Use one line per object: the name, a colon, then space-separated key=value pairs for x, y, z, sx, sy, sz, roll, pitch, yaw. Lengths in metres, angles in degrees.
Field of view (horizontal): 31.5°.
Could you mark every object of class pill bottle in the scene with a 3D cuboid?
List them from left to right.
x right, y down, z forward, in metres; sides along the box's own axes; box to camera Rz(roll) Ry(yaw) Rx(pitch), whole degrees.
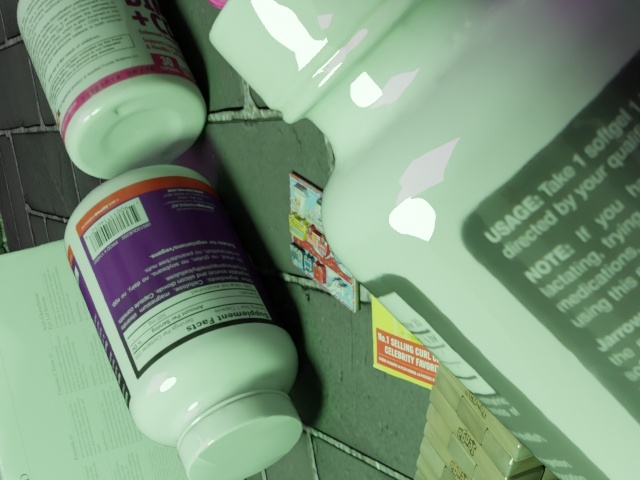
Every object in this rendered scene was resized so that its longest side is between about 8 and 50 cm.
pill bottle: x=-0.250 y=-0.224 z=1.294 sx=0.283 sy=0.160 sz=0.160 roll=63 pitch=153 yaw=27
pill bottle: x=-0.139 y=0.087 z=1.193 sx=0.323 sy=0.181 sz=0.181 roll=61 pitch=152 yaw=31
pill bottle: x=0.113 y=-0.010 z=0.438 sx=0.318 sy=0.176 sz=0.176 roll=45 pitch=155 yaw=-6

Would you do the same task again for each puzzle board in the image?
puzzle board: x=0.000 y=0.000 z=1.050 sx=0.128 sy=0.011 sz=0.096 roll=35 pitch=134 yaw=55

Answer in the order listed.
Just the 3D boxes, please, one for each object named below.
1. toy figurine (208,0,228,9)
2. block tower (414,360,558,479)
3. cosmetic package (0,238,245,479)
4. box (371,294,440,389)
toy figurine: x=-0.069 y=-0.270 z=0.958 sx=0.159 sy=0.173 sz=0.130 roll=54 pitch=-164 yaw=5
block tower: x=0.136 y=0.070 z=0.694 sx=0.091 sy=0.097 sz=0.335 roll=53 pitch=145 yaw=42
cosmetic package: x=-0.277 y=0.182 z=1.419 sx=0.097 sy=0.284 sz=0.377 roll=-19 pitch=84 yaw=66
box: x=0.079 y=-0.012 z=0.789 sx=0.087 sy=0.058 sz=0.232 roll=18 pitch=121 yaw=41
